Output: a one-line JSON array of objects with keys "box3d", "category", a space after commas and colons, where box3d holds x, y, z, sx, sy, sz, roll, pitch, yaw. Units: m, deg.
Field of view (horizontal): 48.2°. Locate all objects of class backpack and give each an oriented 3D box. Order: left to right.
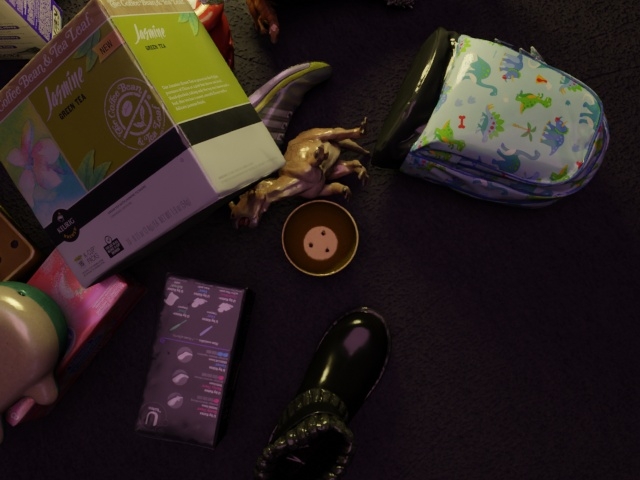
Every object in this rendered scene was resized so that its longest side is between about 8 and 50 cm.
[{"box3d": [0.316, -0.197, 1.259, 0.355, 0.273, 0.290, 29, 78, -9], "category": "backpack"}]

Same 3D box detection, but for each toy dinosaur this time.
[{"box3d": [-0.123, -0.457, 1.340, 0.064, 0.112, 0.211, -38, 78, 0], "category": "toy dinosaur"}, {"box3d": [-0.030, -0.140, 1.259, 0.200, 0.295, 0.127, 5, 121, 32], "category": "toy dinosaur"}]

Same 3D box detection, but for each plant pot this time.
[{"box3d": [-0.607, 0.028, 1.250, 0.212, 0.187, 0.212, -43, 85, -5], "category": "plant pot"}, {"box3d": [-0.252, -0.373, 1.276, 0.191, 0.174, 0.191, 2, 59, -3], "category": "plant pot"}, {"box3d": [0.000, 0.000, 1.295, 0.134, 0.095, 0.134, 0, 84, 1], "category": "plant pot"}]

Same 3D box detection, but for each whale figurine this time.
[{"box3d": [-0.496, 0.189, 1.125, 0.216, 0.141, 0.272, 25, 109, 3], "category": "whale figurine"}]

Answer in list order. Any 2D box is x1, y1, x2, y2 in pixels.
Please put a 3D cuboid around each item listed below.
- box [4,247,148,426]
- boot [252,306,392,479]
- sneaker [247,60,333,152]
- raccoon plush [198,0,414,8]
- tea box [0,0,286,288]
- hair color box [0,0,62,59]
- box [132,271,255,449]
[{"box3d": [-0.462, 0.155, 1.252, 0.142, 0.154, 0.300, 38, 84, 4], "category": "box"}, {"box3d": [0.018, 0.268, 1.181, 0.131, 0.260, 0.348, 29, 85, 3], "category": "boot"}, {"box3d": [-0.093, -0.225, 1.330, 0.300, 0.111, 0.121, -37, 103, -3], "category": "sneaker"}, {"box3d": [0.011, -0.464, 1.261, 0.299, 0.216, 0.446, 28, 62, 4], "category": "raccoon plush"}, {"box3d": [-0.295, -0.156, 1.124, 0.329, 0.220, 0.323, -31, 93, 30], "category": "tea box"}, {"box3d": [-0.593, -0.418, 1.224, 0.185, 0.339, 0.110, -1, 81, 0], "category": "hair color box"}, {"box3d": [-0.212, 0.202, 1.238, 0.143, 0.165, 0.270, 11, 83, 1], "category": "box"}]
